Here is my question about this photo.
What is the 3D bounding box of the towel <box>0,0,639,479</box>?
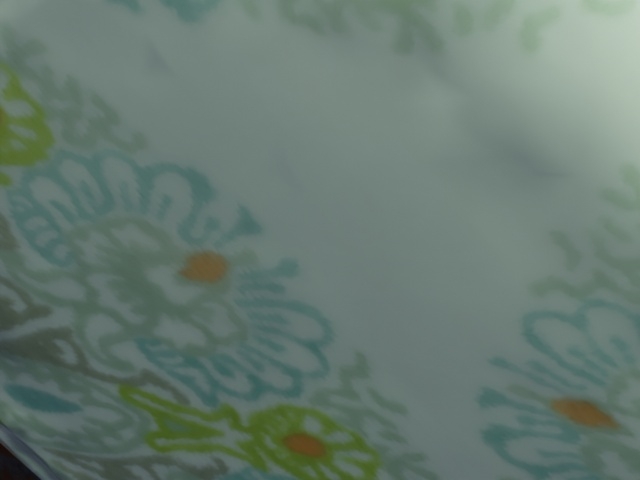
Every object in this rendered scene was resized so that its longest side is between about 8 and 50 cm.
[{"bbox_3d":[0.000,0.000,0.526,0.374,0.090,0.320,-19,123,44],"label":"towel"}]
